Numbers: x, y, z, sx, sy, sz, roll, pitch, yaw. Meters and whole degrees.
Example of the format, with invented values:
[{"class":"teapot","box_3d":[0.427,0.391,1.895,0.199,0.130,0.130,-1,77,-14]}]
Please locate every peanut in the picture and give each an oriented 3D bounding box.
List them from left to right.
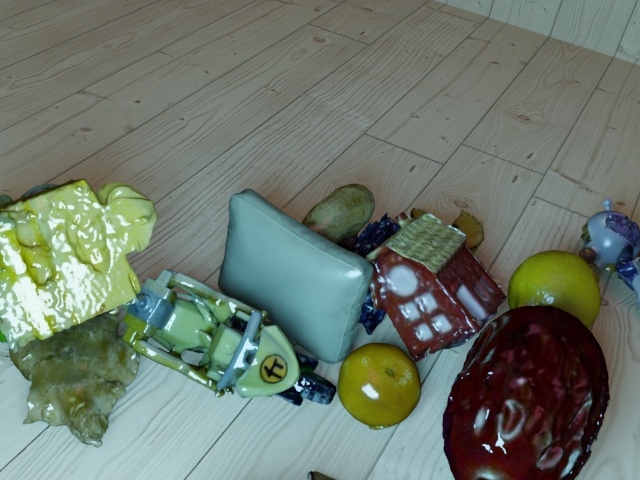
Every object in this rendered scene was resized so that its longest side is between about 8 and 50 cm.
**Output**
[{"class":"peanut","box_3d":[0.036,-0.042,1.462,0.095,0.108,0.226,21,36,27]}]

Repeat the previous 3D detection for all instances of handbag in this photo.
[{"class":"handbag","box_3d":[0.110,0.064,1.476,0.113,0.161,0.260,21,44,11]}]

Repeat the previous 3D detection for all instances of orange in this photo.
[{"class":"orange","box_3d":[0.102,0.260,1.276,0.155,0.134,0.154,12,57,-19]}]

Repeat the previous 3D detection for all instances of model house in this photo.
[{"class":"model house","box_3d":[0.198,0.070,1.346,0.254,0.160,0.196,54,37,3]}]

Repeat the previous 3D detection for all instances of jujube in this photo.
[{"class":"jujube","box_3d":[0.352,0.272,1.205,0.259,0.258,0.376,21,41,15]}]

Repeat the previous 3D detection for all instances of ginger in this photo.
[{"class":"ginger","box_3d":[-0.403,0.243,1.207,0.219,0.123,0.270,-24,58,-22]}]

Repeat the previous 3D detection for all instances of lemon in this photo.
[{"class":"lemon","box_3d":[0.484,0.113,1.468,0.244,0.186,0.187,-22,49,-34]}]

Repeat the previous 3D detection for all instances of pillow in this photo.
[{"class":"pillow","box_3d":[-0.058,0.071,1.364,0.322,0.255,0.120,31,39,25]}]

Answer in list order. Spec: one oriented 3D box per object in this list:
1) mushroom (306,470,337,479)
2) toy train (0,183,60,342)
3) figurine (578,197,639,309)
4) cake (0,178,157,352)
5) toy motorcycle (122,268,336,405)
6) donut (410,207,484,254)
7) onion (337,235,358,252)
[{"class":"mushroom","box_3d":[0.035,0.442,1.085,0.094,0.072,0.209,8,39,-14]},{"class":"toy train","box_3d":[-0.570,0.033,1.394,0.249,0.173,0.307,-24,49,-21]},{"class":"figurine","box_3d":[0.692,0.042,1.632,0.194,0.133,0.274,17,41,-12]},{"class":"cake","box_3d":[-0.416,0.019,1.179,0.286,0.222,0.227,-23,15,-23]},{"class":"toy motorcycle","box_3d":[-0.171,0.183,1.247,0.410,0.237,0.168,21,77,19]},{"class":"donut","box_3d":[0.292,-0.008,1.663,0.181,0.078,0.146,3,41,-16]},{"class":"onion","box_3d":[0.000,0.000,1.582,0.140,0.150,0.150,-12,19,46]}]
